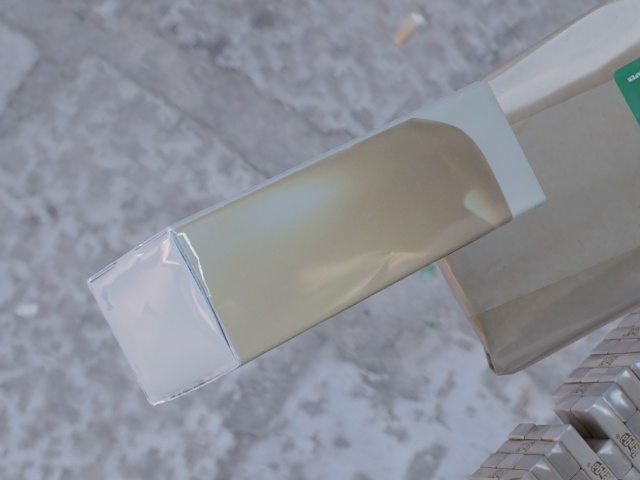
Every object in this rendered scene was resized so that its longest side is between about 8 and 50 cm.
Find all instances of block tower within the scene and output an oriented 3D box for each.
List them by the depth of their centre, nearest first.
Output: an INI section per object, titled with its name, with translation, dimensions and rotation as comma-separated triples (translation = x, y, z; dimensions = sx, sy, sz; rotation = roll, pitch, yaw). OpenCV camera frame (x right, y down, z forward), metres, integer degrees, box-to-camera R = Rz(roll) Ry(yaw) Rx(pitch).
[block tower]
translation = 0.214, 0.164, 1.394
dimensions = 0.335, 0.091, 0.097
rotation = -43, 9, -18

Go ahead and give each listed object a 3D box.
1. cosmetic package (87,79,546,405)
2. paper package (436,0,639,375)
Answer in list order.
[cosmetic package]
translation = 0.000, 0.000, 0.494
dimensions = 0.060, 0.115, 0.041
rotation = -28, 89, 58
[paper package]
translation = 0.227, -0.083, 1.111
dimensions = 0.325, 0.309, 0.168
rotation = -30, 92, 18
